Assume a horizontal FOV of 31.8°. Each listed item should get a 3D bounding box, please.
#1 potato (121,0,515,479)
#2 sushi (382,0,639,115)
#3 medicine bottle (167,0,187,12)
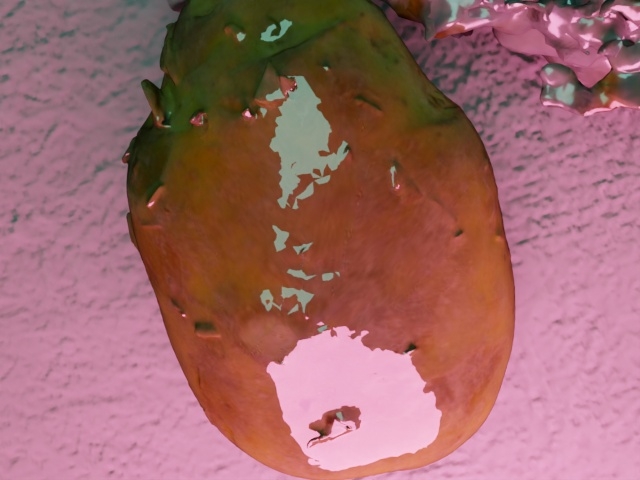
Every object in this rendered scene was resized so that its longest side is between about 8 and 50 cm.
[{"bbox_3d":[0.000,0.000,0.592,0.191,0.141,0.296,-16,110,4],"label":"potato"},{"bbox_3d":[0.179,-0.251,0.532,0.417,0.176,0.418,2,94,24],"label":"sushi"},{"bbox_3d":[-0.057,-0.219,0.615,0.105,0.105,0.168,-15,94,6],"label":"medicine bottle"}]
